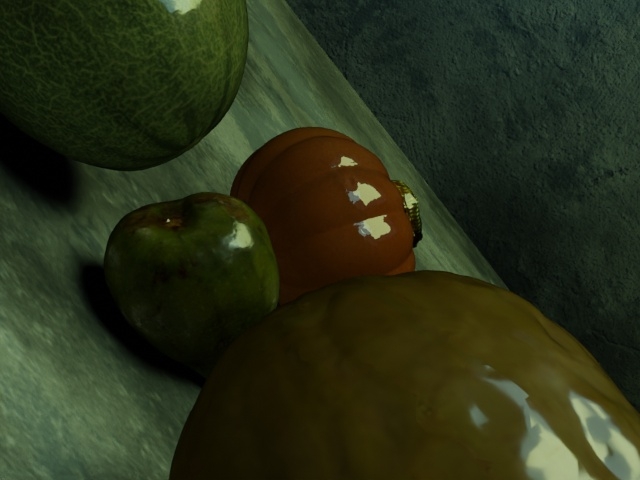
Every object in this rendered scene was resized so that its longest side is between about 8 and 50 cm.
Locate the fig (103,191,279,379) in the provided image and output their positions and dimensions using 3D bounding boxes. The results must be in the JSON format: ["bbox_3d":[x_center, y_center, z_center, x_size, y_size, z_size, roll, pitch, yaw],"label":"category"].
[{"bbox_3d":[-0.104,0.043,1.078,0.126,0.133,0.185,42,-31,21],"label":"fig"}]

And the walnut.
[{"bbox_3d":[0.067,0.206,0.774,0.354,0.308,0.398,93,-26,-54],"label":"walnut"}]

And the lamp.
[{"bbox_3d":[0.000,0.000,1.312,0.223,0.196,0.223,163,-90,-70],"label":"lamp"}]

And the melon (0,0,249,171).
[{"bbox_3d":[-0.186,-0.197,1.089,0.302,0.237,0.237,55,13,8],"label":"melon"}]
